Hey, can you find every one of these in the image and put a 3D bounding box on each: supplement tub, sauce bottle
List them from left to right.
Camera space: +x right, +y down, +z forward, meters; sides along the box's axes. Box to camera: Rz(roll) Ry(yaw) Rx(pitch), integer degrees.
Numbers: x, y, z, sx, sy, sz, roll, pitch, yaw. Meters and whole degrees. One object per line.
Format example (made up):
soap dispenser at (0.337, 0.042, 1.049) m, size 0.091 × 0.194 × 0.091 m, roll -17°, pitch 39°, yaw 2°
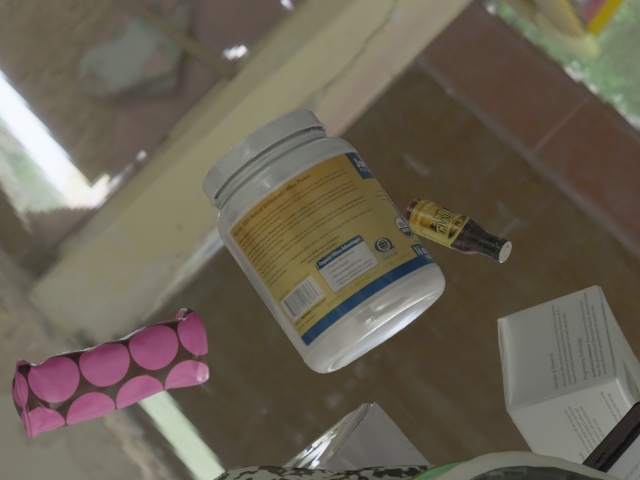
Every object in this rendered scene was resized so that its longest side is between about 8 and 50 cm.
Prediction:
supplement tub at (0.000, 0.000, 1.210) m, size 0.199 × 0.144 × 0.144 m, roll 55°, pitch -175°, yaw 11°
sauce bottle at (0.154, -0.010, 1.536) m, size 0.128 × 0.042 × 0.042 m, roll 22°, pitch 170°, yaw 31°

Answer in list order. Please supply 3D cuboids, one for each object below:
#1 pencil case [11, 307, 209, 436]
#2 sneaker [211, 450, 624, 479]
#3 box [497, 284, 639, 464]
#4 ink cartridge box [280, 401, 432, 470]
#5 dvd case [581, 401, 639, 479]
pencil case at (-0.221, 0.137, 1.439) m, size 0.098 × 0.209 × 0.095 m, roll -142°, pitch 41°, yaw -59°
sneaker at (0.103, 0.163, 0.573) m, size 0.182 × 0.158 × 0.410 m, roll 17°, pitch 166°, yaw 45°
box at (0.195, 0.111, 1.042) m, size 0.101 × 0.087 × 0.102 m, roll 56°, pitch -158°, yaw -36°
ink cartridge box at (0.032, 0.209, 0.703) m, size 0.203 × 0.148 × 0.086 m, roll 47°, pitch -154°, yaw 1°
dvd case at (0.203, 0.252, 0.846) m, size 0.022 × 0.180 × 0.253 m, roll -9°, pitch 107°, yaw 42°
